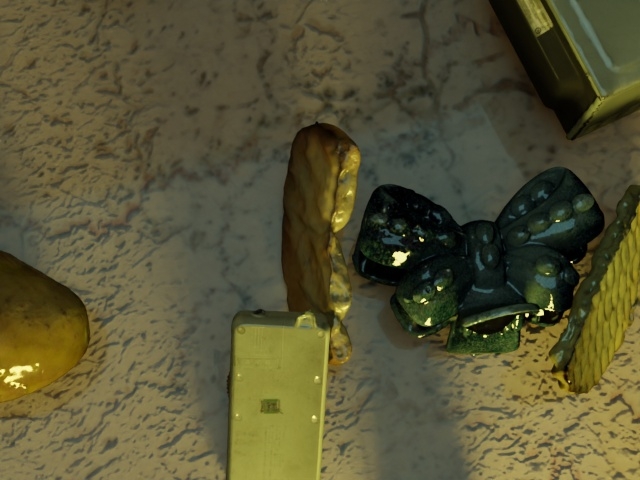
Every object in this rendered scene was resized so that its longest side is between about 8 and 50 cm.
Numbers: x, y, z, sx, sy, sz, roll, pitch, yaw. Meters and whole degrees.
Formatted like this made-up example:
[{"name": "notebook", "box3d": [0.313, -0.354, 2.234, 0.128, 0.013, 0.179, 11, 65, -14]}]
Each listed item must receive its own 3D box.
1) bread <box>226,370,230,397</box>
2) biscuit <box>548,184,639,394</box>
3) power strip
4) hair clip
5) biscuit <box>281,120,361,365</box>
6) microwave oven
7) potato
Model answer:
[{"name": "bread", "box3d": [-0.077, 0.179, 1.551, 0.085, 0.053, 0.085, 2, 74, -5]}, {"name": "biscuit", "box3d": [0.358, 0.081, 1.534, 0.036, 0.187, 0.274, 16, 66, 31]}, {"name": "power strip", "box3d": [-0.053, 0.203, 1.493, 0.117, 0.046, 0.271, 3, 109, -2]}, {"name": "hair clip", "box3d": [0.199, 0.031, 1.536, 0.310, 0.194, 0.206, -5, 69, -4]}, {"name": "biscuit", "box3d": [-0.002, 0.001, 1.545, 0.045, 0.154, 0.299, 1, 94, -30]}, {"name": "microwave oven", "box3d": [0.362, -0.350, 1.591, 0.286, 0.218, 0.355, -26, 81, -6]}, {"name": "potato", "box3d": [-0.412, 0.105, 1.478, 0.265, 0.229, 0.229, 15, 78, -10]}]
